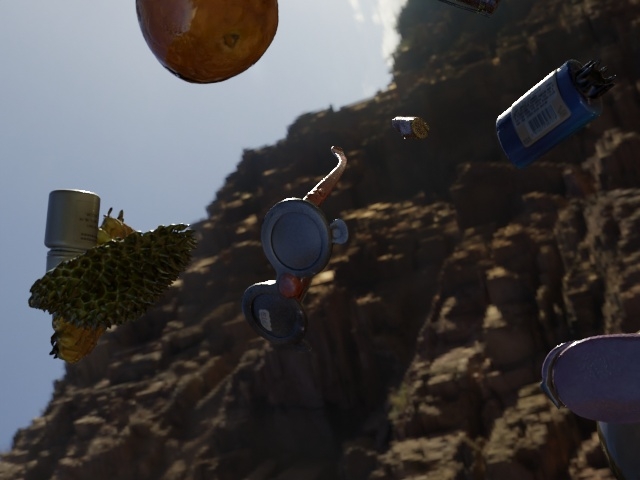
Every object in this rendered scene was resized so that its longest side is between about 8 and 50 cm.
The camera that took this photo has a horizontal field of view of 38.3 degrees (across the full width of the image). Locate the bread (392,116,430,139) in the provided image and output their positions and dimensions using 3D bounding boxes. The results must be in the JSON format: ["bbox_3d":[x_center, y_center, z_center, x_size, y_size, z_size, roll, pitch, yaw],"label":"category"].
[{"bbox_3d":[0.166,-0.207,1.685,0.047,0.036,0.083,45,171,-21],"label":"bread"}]

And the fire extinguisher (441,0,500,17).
[{"bbox_3d":[0.232,-0.434,1.580,0.064,0.158,0.043,-64,-17,0],"label":"fire extinguisher"}]

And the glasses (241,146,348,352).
[{"bbox_3d":[0.000,0.000,1.291,0.268,0.118,0.234,-51,-19,-54],"label":"glasses"}]

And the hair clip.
[{"bbox_3d":[0.450,0.152,1.176,0.110,0.359,0.095,47,-149,-24],"label":"hair clip"}]

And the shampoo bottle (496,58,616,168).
[{"bbox_3d":[0.314,-0.176,1.233,0.050,0.183,0.087,-3,-113,-35],"label":"shampoo bottle"}]

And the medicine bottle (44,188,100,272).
[{"bbox_3d":[-0.389,-0.010,1.437,0.080,0.080,0.130,19,-106,-67],"label":"medicine bottle"}]

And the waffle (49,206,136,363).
[{"bbox_3d":[-0.410,0.084,1.705,0.329,0.062,0.329,20,-90,-89],"label":"waffle"}]

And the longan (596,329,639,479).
[{"bbox_3d":[0.606,0.292,1.446,0.361,0.361,0.360,-17,-90,-71],"label":"longan"}]

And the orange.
[{"bbox_3d":[-0.187,-0.383,1.528,0.240,0.240,0.239,-17,-90,-71],"label":"orange"}]

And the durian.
[{"bbox_3d":[-0.238,0.050,1.128,0.095,0.221,0.137,62,155,4],"label":"durian"}]
